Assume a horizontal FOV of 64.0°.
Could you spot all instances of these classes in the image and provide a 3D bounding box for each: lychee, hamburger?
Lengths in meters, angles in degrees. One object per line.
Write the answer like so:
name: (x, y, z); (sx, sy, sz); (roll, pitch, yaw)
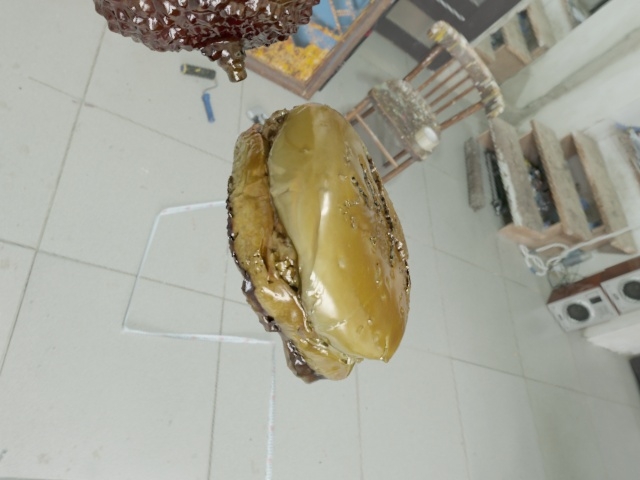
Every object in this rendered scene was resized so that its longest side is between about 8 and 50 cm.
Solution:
lychee: (-0.127, -0.327, 0.555); (0.276, 0.276, 0.304); (-31, 113, -47)
hamburger: (0.003, 0.007, 0.623); (0.284, 0.174, 0.304); (-87, 152, -43)
